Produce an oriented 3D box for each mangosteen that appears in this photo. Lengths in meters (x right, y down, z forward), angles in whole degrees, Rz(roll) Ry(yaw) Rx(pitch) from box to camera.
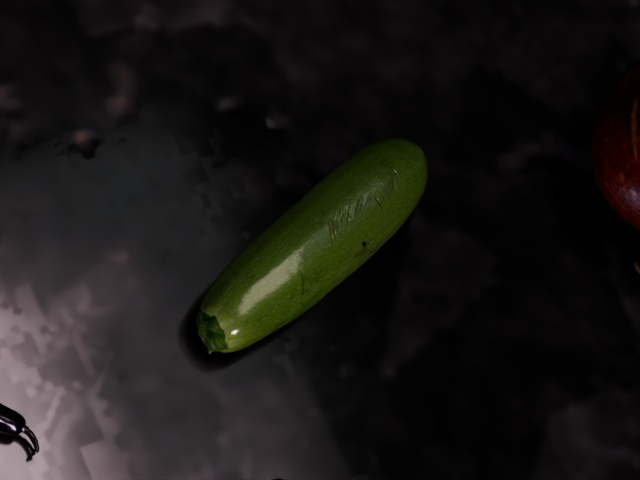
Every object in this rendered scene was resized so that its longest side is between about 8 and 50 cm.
[{"bbox_3d":[0.366,-0.061,1.751,0.215,0.215,0.257,-10,108,-25],"label":"mangosteen"}]

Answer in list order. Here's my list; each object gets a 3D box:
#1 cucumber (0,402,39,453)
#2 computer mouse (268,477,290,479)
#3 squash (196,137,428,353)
[{"bbox_3d":[-0.300,0.131,1.477,0.163,0.039,0.043,18,85,-13],"label":"cucumber"},{"bbox_3d":[-0.018,0.263,1.534,0.079,0.047,0.135,-8,75,-24],"label":"computer mouse"},{"bbox_3d":[0.002,-0.001,1.629,0.082,0.082,0.292,48,60,1],"label":"squash"}]
